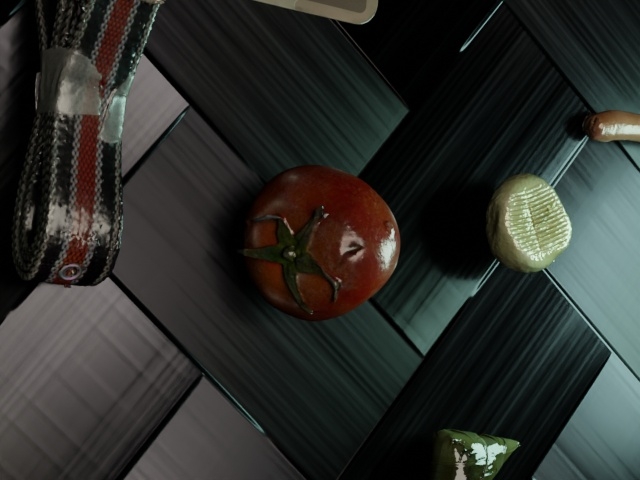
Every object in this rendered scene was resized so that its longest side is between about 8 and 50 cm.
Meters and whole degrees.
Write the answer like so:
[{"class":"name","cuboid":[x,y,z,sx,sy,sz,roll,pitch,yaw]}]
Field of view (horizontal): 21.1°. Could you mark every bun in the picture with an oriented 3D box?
[{"class":"bun","cuboid":[0.234,-0.019,1.993,0.115,0.069,0.115,5,81,-32]}]

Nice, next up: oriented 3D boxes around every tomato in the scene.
[{"class":"tomato","cuboid":[0.000,0.000,1.801,0.167,0.167,0.167,3,83,-32]}]

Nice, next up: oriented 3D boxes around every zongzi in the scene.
[{"class":"zongzi","cuboid":[0.170,0.294,1.936,0.130,0.062,0.154,13,85,-43]}]

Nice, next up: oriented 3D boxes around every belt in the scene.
[{"class":"belt","cuboid":[-0.234,-0.133,1.687,0.094,0.126,0.359,11,85,-41]}]

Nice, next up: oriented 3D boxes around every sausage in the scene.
[{"class":"sausage","cuboid":[0.404,-0.135,2.129,0.186,0.043,0.043,5,82,-32]}]

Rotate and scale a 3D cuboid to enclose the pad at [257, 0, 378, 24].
[{"class":"pad","cuboid":[-0.043,-0.343,1.889,0.266,0.002,0.176,9,80,-31]}]
